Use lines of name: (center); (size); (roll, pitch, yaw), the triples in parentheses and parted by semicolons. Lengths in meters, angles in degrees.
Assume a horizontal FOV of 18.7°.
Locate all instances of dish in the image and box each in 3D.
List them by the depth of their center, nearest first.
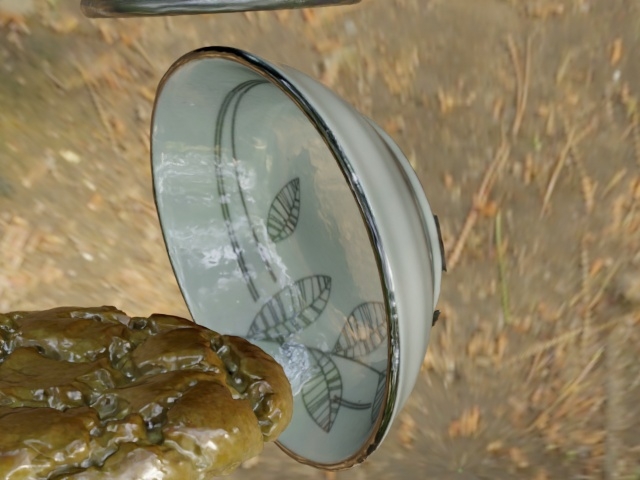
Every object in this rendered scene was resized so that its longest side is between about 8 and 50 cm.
dish: (0.000, 0.000, 1.356); (0.106, 0.316, 0.316); (-22, 81, -27)

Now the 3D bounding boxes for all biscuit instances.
biscuit: (-0.125, 0.074, 0.911); (0.226, 0.226, 0.042); (1, 105, 4)

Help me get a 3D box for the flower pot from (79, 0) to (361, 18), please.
flower pot: (-0.073, -0.284, 1.293); (0.266, 0.266, 0.267); (-2, 96, 4)
